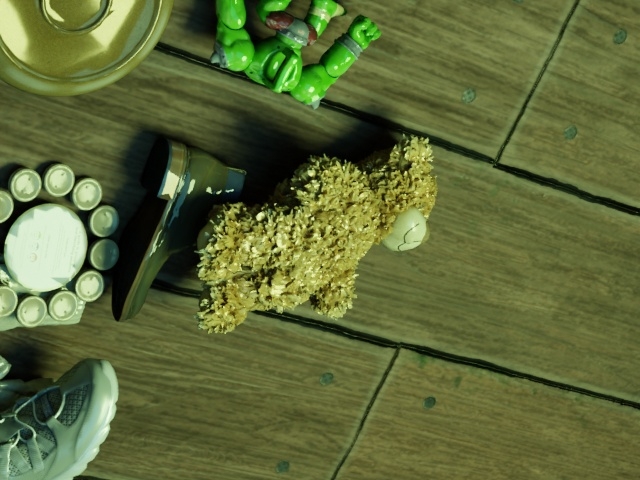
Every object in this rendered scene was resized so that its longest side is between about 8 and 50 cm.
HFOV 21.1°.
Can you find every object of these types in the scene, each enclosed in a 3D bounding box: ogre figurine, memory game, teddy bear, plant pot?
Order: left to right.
[{"bbox_3d":[-0.302,0.006,1.875,0.186,0.012,0.186,-9,107,-32],"label":"memory game"},{"bbox_3d":[-0.256,-0.254,1.771,0.236,0.032,0.236,-12,120,-21],"label":"plant pot"},{"bbox_3d":[-0.042,-0.222,1.860,0.197,0.097,0.118,21,93,-46],"label":"ogre figurine"},{"bbox_3d":[0.000,0.000,1.950,0.338,0.113,0.245,-9,125,-37],"label":"teddy bear"}]

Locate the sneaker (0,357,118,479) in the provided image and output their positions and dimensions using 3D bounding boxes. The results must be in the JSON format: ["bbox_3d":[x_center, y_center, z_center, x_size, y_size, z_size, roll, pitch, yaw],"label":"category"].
[{"bbox_3d":[-0.341,0.228,1.894,0.281,0.105,0.115,-43,128,4],"label":"sneaker"}]

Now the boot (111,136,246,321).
[{"bbox_3d":[-0.160,-0.001,1.926,0.106,0.082,0.219,12,108,-29],"label":"boot"}]

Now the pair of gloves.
[{"bbox_3d":[-0.374,0.128,1.911,0.204,0.042,0.240,10,112,-31],"label":"pair of gloves"}]
